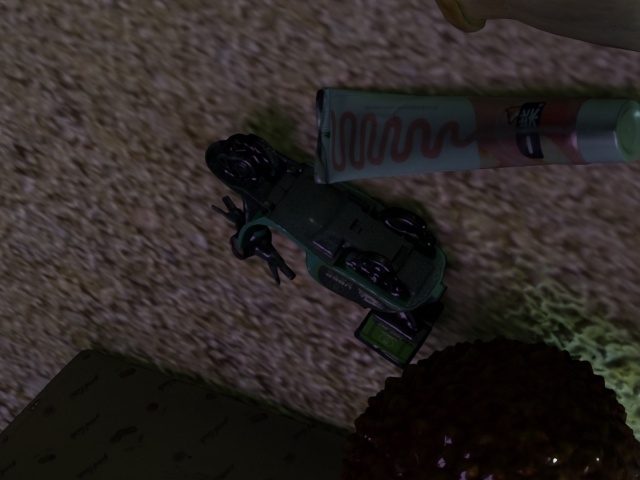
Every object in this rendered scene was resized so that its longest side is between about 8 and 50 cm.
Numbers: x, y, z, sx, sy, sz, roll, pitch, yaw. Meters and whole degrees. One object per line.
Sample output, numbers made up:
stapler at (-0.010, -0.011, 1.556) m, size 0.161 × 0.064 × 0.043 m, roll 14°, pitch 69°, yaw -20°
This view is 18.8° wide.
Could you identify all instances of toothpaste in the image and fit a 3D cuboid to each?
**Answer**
toothpaste at (0.080, -0.059, 1.067) m, size 0.205 × 0.036 × 0.056 m, roll 1°, pitch 88°, yaw 37°

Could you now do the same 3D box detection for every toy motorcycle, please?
toy motorcycle at (0.000, 0.000, 1.171) m, size 0.173 × 0.058 × 0.100 m, roll 33°, pitch 146°, yaw 4°

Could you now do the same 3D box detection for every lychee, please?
lychee at (0.096, 0.146, 1.128) m, size 0.188 × 0.188 × 0.188 m, roll 21°, pitch 137°, yaw 21°

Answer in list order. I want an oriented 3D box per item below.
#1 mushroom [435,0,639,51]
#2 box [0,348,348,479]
mushroom at (0.158, -0.134, 0.895) m, size 0.247 × 0.096 × 0.108 m, roll 2°, pitch 152°, yaw 40°
box at (-0.077, 0.245, 1.359) m, size 0.297 × 0.190 × 0.225 m, roll 16°, pitch 134°, yaw 25°
